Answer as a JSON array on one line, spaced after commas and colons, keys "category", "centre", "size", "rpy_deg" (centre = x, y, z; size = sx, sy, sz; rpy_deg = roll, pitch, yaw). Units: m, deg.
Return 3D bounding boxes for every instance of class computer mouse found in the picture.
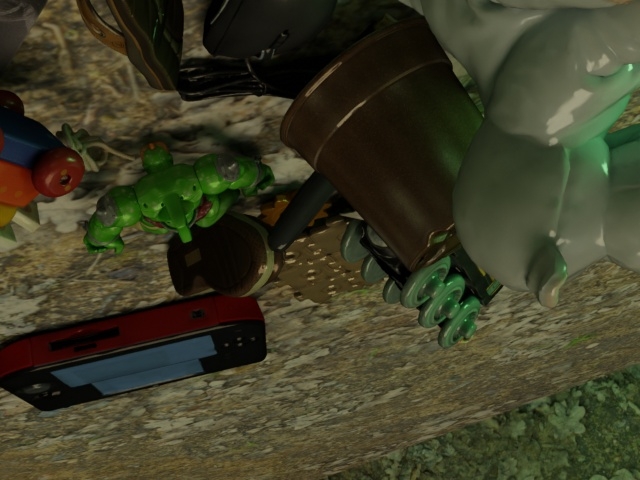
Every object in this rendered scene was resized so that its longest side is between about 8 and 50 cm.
[{"category": "computer mouse", "centre": [-0.006, -0.169, 0.784], "size": [0.184, 0.060, 0.262], "rpy_deg": [-4, 158, -24]}]

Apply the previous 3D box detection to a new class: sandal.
[{"category": "sandal", "centre": [-0.136, -0.173, 0.688], "size": [0.060, 0.090, 0.219], "rpy_deg": [7, 166, 3]}]

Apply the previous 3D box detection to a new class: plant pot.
[{"category": "plant pot", "centre": [0.079, -0.074, 0.854], "size": [0.167, 0.165, 0.167], "rpy_deg": [-34, 166, -10]}]

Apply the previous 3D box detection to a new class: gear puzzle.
[{"category": "gear puzzle", "centre": [0.000, 0.000, 1.266], "size": [0.175, 0.044, 0.339], "rpy_deg": [-19, 157, 14]}]

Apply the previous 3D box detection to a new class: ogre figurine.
[{"category": "ogre figurine", "centre": [-0.142, -0.042, 0.977], "size": [0.197, 0.097, 0.118], "rpy_deg": [-2, 170, -3]}]

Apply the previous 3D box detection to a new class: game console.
[{"category": "game console", "centre": [-0.273, 0.184, 1.524], "size": [0.386, 0.060, 0.342], "rpy_deg": [-12, 159, -6]}]

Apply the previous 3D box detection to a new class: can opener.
[{"category": "can opener", "centre": [0.010, -0.062, 0.975], "size": [0.186, 0.073, 0.059], "rpy_deg": [-48, 176, -5]}]

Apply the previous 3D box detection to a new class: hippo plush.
[{"category": "hippo plush", "centre": [0.153, -0.080, 0.584], "size": [0.294, 0.236, 0.234], "rpy_deg": [-3, -173, -1]}]

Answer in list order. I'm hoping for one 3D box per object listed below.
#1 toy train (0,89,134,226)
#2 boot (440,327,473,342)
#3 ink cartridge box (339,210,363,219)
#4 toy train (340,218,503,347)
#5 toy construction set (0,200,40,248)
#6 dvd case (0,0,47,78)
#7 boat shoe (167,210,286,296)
[{"category": "toy train", "centre": [-0.256, -0.035, 0.784], "size": [0.143, 0.105, 0.248], "rpy_deg": [-53, 154, 8]}, {"category": "boot", "centre": [0.219, 0.130, 1.686], "size": [0.059, 0.084, 0.158], "rpy_deg": [-22, 157, 23]}, {"category": "ink cartridge box", "centre": [0.119, -0.036, 1.003], "size": [0.181, 0.061, 0.104], "rpy_deg": [12, 179, -8]}, {"category": "toy train", "centre": [0.149, 0.004, 1.209], "size": [0.190, 0.142, 0.334], "rpy_deg": [-50, 152, -3]}, {"category": "toy construction set", "centre": [-0.401, 0.035, 0.837], "size": [0.328, 0.151, 0.215], "rpy_deg": [-44, 114, 1]}, {"category": "dvd case", "centre": [-0.293, -0.167, 0.654], "size": [0.221, 0.018, 0.164], "rpy_deg": [2, 154, -37]}, {"category": "boat shoe", "centre": [-0.089, 0.011, 1.120], "size": [0.095, 0.095, 0.257], "rpy_deg": [-12, -177, -28]}]
